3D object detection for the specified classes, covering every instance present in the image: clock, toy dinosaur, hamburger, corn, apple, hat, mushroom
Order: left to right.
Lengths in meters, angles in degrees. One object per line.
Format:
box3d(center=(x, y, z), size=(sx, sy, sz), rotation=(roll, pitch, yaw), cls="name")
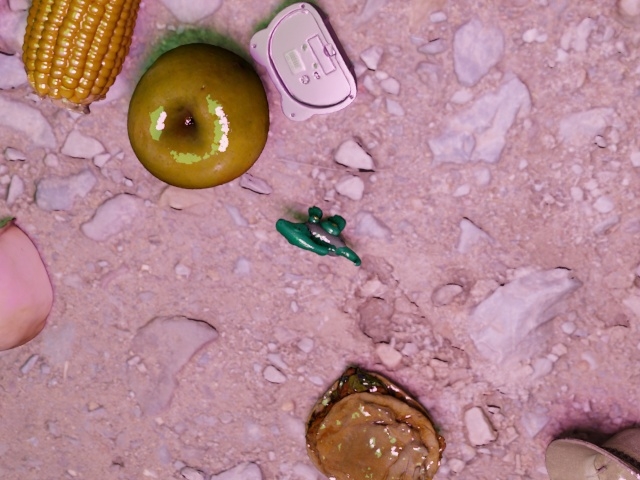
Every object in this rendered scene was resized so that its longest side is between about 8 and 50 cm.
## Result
box3d(center=(-0.526, 0.115, 1.430), size=(0.236, 0.162, 0.173), rotation=(-30, 101, 19), cls="mushroom")
box3d(center=(-0.293, -0.357, 1.238), size=(0.144, 0.144, 0.387), rotation=(18, 108, 1), cls="corn")
box3d(center=(-0.159, -0.165, 1.275), size=(0.197, 0.157, 0.196), rotation=(3, 110, 8), cls="apple")
box3d(center=(-0.021, -0.240, 1.284), size=(0.110, 0.050, 0.152), rotation=(-25, 104, 16), cls="clock")
box3d(center=(0.000, 0.000, 1.345), size=(0.132, 0.096, 0.059), rotation=(29, 112, 0), cls="toy dinosaur")
box3d(center=(0.083, 0.302, 1.442), size=(0.206, 0.130, 0.183), rotation=(37, 110, 14), cls="hamburger")
box3d(center=(0.464, 0.349, 1.370), size=(0.130, 0.257, 0.257), rotation=(-37, 105, -23), cls="hat")
